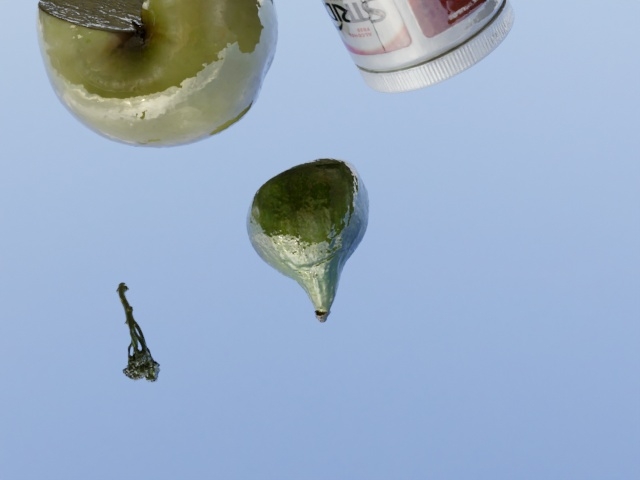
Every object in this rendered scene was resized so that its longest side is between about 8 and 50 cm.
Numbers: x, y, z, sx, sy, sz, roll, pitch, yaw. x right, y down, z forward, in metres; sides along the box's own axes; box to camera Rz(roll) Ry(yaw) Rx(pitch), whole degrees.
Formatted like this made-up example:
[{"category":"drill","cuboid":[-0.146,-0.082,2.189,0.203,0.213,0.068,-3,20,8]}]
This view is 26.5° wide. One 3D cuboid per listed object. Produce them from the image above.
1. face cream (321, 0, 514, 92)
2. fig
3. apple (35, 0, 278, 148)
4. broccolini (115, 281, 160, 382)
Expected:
[{"category":"face cream","cuboid":[0.102,-0.302,1.584,0.201,0.187,0.201,-22,-152,13]},{"category":"fig","cuboid":[0.000,0.000,2.083,0.203,0.235,0.203,-22,170,-4]},{"category":"apple","cuboid":[-0.188,-0.232,1.689,0.295,0.233,0.258,-15,-179,13]},{"category":"broccolini","cuboid":[-0.275,0.126,2.010,0.054,0.052,0.194,-6,-130,-13]}]
